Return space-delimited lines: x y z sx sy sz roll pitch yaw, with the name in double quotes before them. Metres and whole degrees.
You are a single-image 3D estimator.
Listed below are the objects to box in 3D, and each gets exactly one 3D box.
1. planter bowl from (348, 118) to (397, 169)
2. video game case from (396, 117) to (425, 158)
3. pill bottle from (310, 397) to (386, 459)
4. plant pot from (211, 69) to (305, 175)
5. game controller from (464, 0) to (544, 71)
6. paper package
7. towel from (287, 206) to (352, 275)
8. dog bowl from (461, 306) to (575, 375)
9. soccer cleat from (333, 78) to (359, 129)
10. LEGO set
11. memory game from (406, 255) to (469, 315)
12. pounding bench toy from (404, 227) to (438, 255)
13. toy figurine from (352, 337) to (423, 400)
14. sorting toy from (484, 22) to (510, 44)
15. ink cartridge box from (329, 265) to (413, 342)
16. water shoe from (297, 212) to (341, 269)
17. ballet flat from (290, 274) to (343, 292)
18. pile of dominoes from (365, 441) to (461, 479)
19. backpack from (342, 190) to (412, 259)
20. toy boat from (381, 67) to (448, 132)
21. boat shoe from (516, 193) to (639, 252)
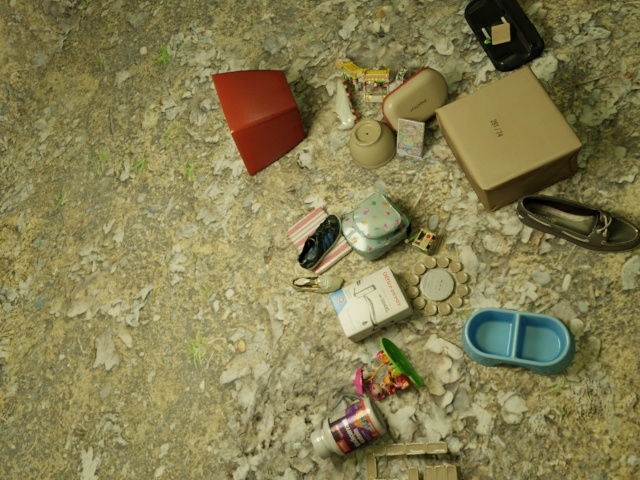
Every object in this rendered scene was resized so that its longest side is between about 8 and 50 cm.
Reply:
"planter bowl" 0.162 -0.329 1.956 0.162 0.109 0.162 -7 67 17
"video game case" 0.287 -0.326 1.912 0.087 0.122 0.011 17 40 24
"pill bottle" 0.075 0.524 1.654 0.194 0.108 0.108 -30 63 7
"plant pot" -0.198 -0.429 2.051 0.236 0.267 0.267 -21 64 -1
"game controller" 0.601 -0.702 1.981 0.167 0.067 0.319 -31 61 22
"paper package" 0.553 -0.300 1.773 0.310 0.168 0.324 -26 63 9
"towel" -0.004 0.000 1.935 0.144 0.029 0.197 -37 65 3
"dog bowl" 0.528 0.263 1.614 0.297 0.074 0.165 6 72 21
"soccer cleat" 0.074 -0.472 2.069 0.076 0.068 0.196 -19 67 15
"LEGO set" 0.156 -0.549 2.071 0.287 0.107 0.132 17 42 29
"memory game" 0.344 0.133 1.765 0.186 0.012 0.186 -7 68 17
"pounding bench toy" 0.304 -0.005 1.810 0.083 0.052 0.065 26 80 26
"toy figurine" 0.173 0.389 1.690 0.159 0.130 0.173 -43 86 15
"sorting toy" 0.571 -0.664 1.941 0.083 0.012 0.062 -6 78 28
"ink cartridge box" 0.150 0.188 1.771 0.203 0.086 0.148 -28 63 8
"water shoe" 0.000 0.000 1.872 0.073 0.080 0.203 26 81 23
"ballet flat" -0.014 0.135 1.869 0.168 0.052 0.057 -7 67 17
"pile of dominoes" 0.246 0.644 1.601 0.251 0.040 0.195 -12 67 24
"backpack" 0.162 -0.042 1.827 0.188 0.144 0.165 -40 68 5
"toy boat" 0.298 -0.468 1.962 0.231 0.151 0.151 -36 33 3
"boat shoe" 0.709 -0.050 1.659 0.335 0.095 0.112 17 76 25
